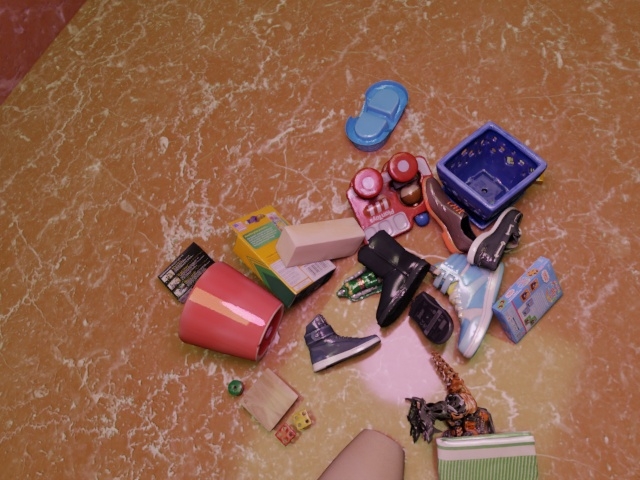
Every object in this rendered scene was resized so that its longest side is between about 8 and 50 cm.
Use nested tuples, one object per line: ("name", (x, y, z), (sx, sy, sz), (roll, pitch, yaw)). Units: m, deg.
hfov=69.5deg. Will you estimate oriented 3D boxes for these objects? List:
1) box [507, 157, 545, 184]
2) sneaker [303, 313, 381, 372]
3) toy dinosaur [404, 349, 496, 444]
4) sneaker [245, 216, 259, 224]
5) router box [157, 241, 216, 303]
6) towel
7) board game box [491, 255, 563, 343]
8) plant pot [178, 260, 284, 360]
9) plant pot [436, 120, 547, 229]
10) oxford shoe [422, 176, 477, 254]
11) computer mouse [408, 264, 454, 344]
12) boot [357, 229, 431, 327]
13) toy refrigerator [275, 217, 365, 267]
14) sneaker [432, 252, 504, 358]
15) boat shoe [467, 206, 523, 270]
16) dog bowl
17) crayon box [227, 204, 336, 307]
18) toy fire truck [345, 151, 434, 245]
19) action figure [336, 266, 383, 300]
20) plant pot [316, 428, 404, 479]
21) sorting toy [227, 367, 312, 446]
("box", (0.680, -0.238, 1.559), (0.136, 0.028, 0.081), (9, 70, 17))
("sneaker", (0.058, 0.290, 1.425), (0.226, 0.086, 0.163), (-22, 68, 3))
("toy dinosaur", (0.360, 0.481, 1.280), (0.218, 0.164, 0.322), (-10, 47, -9))
("sneaker", (-0.204, -0.028, 1.623), (0.071, 0.068, 0.170), (-36, 67, -17))
("router box", (-0.463, 0.111, 1.623), (0.179, 0.046, 0.133), (-45, 66, -9))
("towel", (0.426, 0.639, 1.154), (0.247, 0.038, 0.325), (-8, 98, 8))
("board game box", (0.602, 0.173, 1.334), (0.211, 0.160, 0.039), (-42, 32, -8))
("plant pot", (-0.261, 0.236, 1.432), (0.243, 0.275, 0.275), (23, 73, 8))
("plant pot", (0.525, -0.190, 1.467), (0.236, 0.212, 0.236), (-39, 66, -7))
("oxford shoe", (0.416, -0.092, 1.466), (0.097, 0.098, 0.271), (-25, 86, -39))
("computer mouse", (0.331, 0.178, 1.369), (0.262, 0.060, 0.184), (40, 107, 54))
("boot", (0.190, 0.112, 1.411), (0.207, 0.094, 0.246), (37, 99, 34))
("toy refrigerator", (0.000, 0.000, 1.470), (0.269, 0.102, 0.094), (-9, 53, -34))
("sneaker", (0.410, 0.180, 1.385), (0.208, 0.127, 0.319), (18, 63, 16))
("boat shoe", (0.552, -0.002, 1.394), (0.091, 0.114, 0.302), (27, 51, 33))
("dog bowl", (0.212, -0.457, 1.716), (0.166, 0.074, 0.297), (26, 75, 20))
("crayon box", (-0.133, 0.042, 1.496), (0.323, 0.083, 0.203), (44, 44, 17))
("toy fire truck", (0.242, -0.141, 1.549), (0.302, 0.169, 0.254), (-24, 91, -1))
("action figure", (0.157, 0.128, 1.491), (0.232, 0.063, 0.137), (-27, 68, 3))
("plant pot", (0.107, 0.648, 1.198), (0.256, 0.256, 0.274), (23, 58, 19))
("sorting toy", (-0.146, 0.490, 1.402), (0.274, 0.046, 0.132), (36, 78, 22))
